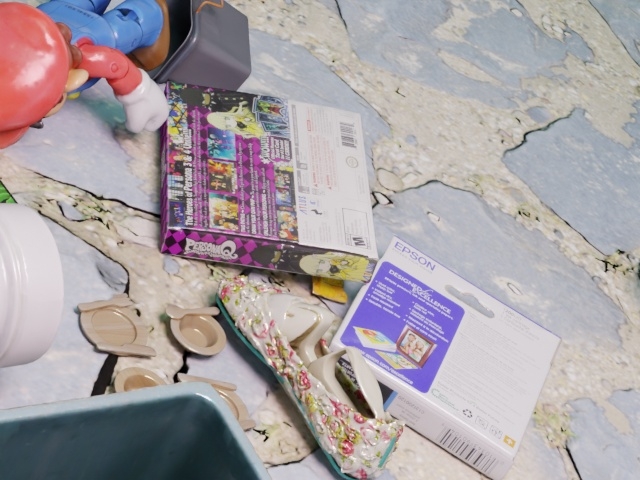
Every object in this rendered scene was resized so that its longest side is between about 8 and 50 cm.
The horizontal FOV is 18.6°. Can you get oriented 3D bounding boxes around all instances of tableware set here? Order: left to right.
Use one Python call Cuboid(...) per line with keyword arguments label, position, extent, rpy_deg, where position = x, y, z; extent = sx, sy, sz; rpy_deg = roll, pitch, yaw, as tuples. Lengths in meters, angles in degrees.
Cuboid(label="tableware set", position=(-0.135, 0.109, 1.725), extent=(0.141, 0.020, 0.168), rpy_deg=(6, 43, -34))

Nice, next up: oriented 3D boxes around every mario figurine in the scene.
Cuboid(label="mario figurine", position=(-0.272, -0.160, 1.888), extent=(0.320, 0.198, 0.170), rpy_deg=(-43, 121, -62))

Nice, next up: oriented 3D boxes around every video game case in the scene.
Cuboid(label="video game case", position=(-0.055, -0.061, 1.940), extent=(0.210, 0.042, 0.232), rpy_deg=(9, 40, -13))

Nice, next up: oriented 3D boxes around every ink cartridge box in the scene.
Cuboid(label="ink cartridge box", position=(0.121, 0.111, 1.900), extent=(0.206, 0.045, 0.208), rpy_deg=(32, 37, 0))

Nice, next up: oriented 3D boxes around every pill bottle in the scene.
Cuboid(label="pill bottle", position=(-0.353, 0.042, 1.512), extent=(0.283, 0.160, 0.160), rpy_deg=(-4, 49, -41))

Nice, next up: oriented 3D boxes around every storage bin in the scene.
Cuboid(label="storage bin", position=(-0.121, -0.215, 2.070), extent=(0.091, 0.098, 0.135), rpy_deg=(27, 34, -27))

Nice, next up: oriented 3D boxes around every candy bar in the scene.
Cuboid(label="candy bar", position=(0.000, 0.000, 1.963), extent=(0.040, 0.018, 0.161), rpy_deg=(19, 37, -25))

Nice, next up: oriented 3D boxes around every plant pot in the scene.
Cuboid(label="plant pot", position=(-0.163, 0.278, 1.299), extent=(0.247, 0.252, 0.248), rpy_deg=(-4, 49, -42))

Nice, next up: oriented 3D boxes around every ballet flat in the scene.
Cuboid(label="ballet flat", position=(-0.002, 0.109, 1.770), extent=(0.241, 0.077, 0.091), rpy_deg=(52, 24, 20))

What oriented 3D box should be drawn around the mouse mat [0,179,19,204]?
Cuboid(label="mouse mat", position=(-0.357, -0.037, 1.739), extent=(0.190, 0.007, 0.152), rpy_deg=(-13, 55, -47))
